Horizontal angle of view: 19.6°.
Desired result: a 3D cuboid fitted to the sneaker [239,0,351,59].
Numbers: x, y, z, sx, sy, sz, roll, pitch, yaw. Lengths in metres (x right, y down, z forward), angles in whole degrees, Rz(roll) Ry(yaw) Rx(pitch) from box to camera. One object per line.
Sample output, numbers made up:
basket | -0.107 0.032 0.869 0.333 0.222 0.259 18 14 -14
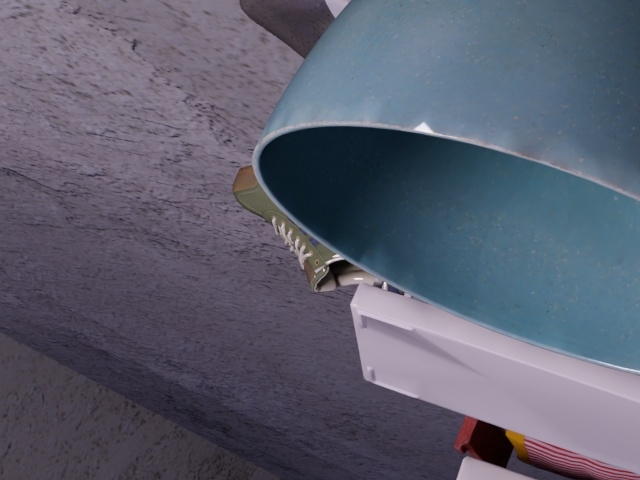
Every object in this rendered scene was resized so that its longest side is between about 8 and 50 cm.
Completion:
sneaker | 0.040 -0.083 1.139 0.229 0.132 0.086 20 165 5

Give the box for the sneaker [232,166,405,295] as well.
sneaker | 0.000 0.000 1.577 0.192 0.086 0.064 16 164 21

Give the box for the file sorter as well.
file sorter | 0.184 0.042 1.294 0.278 0.173 0.193 19 164 10

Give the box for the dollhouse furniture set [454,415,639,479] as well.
dollhouse furniture set | 0.197 0.109 1.551 0.201 0.152 0.374 13 163 29

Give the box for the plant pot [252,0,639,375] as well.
plant pot | 0.135 -0.073 0.912 0.290 0.195 0.290 20 165 5

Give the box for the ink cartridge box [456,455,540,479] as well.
ink cartridge box | 0.206 0.314 1.625 0.233 0.171 0.168 18 165 9
